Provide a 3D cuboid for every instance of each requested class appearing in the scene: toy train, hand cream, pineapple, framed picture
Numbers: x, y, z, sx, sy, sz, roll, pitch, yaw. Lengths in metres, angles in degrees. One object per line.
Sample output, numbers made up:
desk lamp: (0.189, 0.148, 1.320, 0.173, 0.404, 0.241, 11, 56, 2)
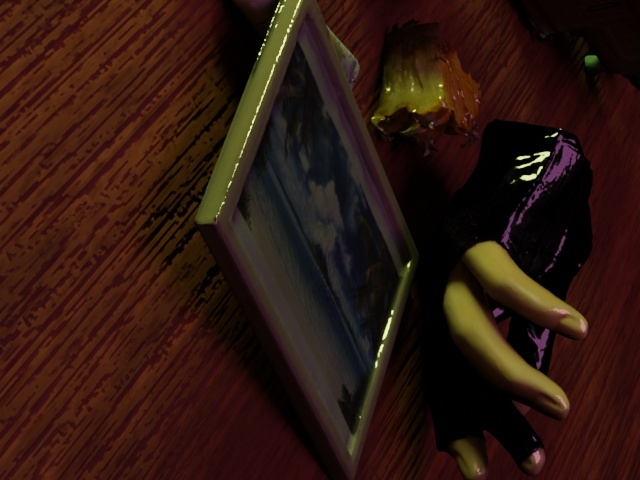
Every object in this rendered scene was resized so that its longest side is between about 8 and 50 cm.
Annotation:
toy train: (0.340, -0.241, 1.809, 0.304, 0.221, 0.150, 44, 44, -48)
hand cream: (-0.017, -0.156, 1.361, 0.194, 0.042, 0.067, 45, 52, -51)
pineapple: (0.090, -0.131, 1.529, 0.137, 0.069, 0.116, -23, 99, -68)
framed picture: (0.000, 0.000, 1.339, 0.315, 0.024, 0.232, 63, 35, -45)

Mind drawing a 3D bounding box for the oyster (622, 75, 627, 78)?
oyster: (0.369, -0.356, 1.922, 0.096, 0.221, 0.361, -118, -161, -62)

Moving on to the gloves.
gloves: (0.157, 0.057, 1.510, 0.197, 0.152, 0.301, 50, 39, -62)
